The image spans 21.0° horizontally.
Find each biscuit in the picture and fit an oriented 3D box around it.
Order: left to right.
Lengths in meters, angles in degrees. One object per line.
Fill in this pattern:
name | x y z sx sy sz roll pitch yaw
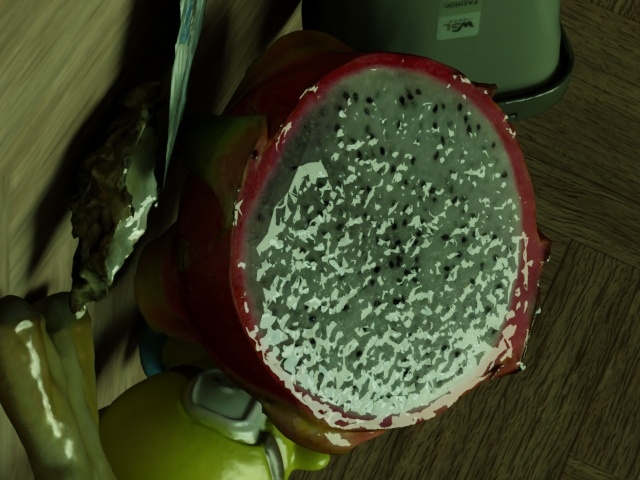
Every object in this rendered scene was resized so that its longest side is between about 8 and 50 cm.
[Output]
biscuit | -0.156 0.135 1.068 0.164 0.047 0.208 0 76 -81

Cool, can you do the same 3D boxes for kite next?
kite | -0.072 -0.188 1.060 0.310 0.015 0.169 104 -2 -45

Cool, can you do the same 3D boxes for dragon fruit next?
dragon fruit | 0.000 0.000 1.302 0.226 0.305 0.305 9 -110 58

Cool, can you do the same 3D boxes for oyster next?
oyster | -0.129 -0.032 1.075 0.103 0.051 0.148 111 1 -62

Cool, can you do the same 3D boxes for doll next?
doll | -0.087 0.146 1.384 0.363 0.199 0.145 -77 172 -58

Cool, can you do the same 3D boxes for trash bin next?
trash bin | 0.098 -0.230 1.396 0.250 0.220 0.219 89 -12 -58
